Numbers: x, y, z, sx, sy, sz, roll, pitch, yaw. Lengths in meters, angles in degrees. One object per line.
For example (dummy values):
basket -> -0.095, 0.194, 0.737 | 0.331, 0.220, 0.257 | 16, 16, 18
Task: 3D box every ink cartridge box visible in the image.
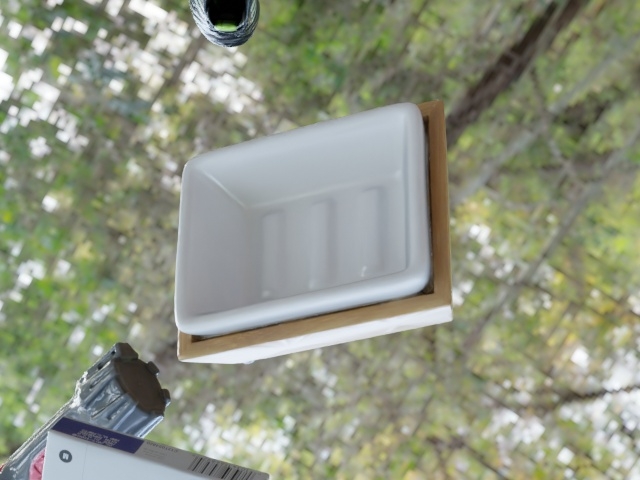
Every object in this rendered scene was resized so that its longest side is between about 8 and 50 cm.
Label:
ink cartridge box -> -0.172, 0.303, 1.559 | 0.223, 0.224, 0.045 | 13, -158, 12

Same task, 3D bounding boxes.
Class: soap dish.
soap dish -> 0.000, 0.000, 1.590 | 0.118, 0.291, 0.229 | 47, -143, -53

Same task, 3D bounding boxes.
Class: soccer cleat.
soccer cleat -> -0.079, -0.195, 1.312 | 0.060, 0.072, 0.179 | 2, 158, -3

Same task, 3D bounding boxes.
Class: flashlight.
flashlight -> -0.280, 0.246, 1.723 | 0.103, 0.304, 0.103 | 38, -152, -21
